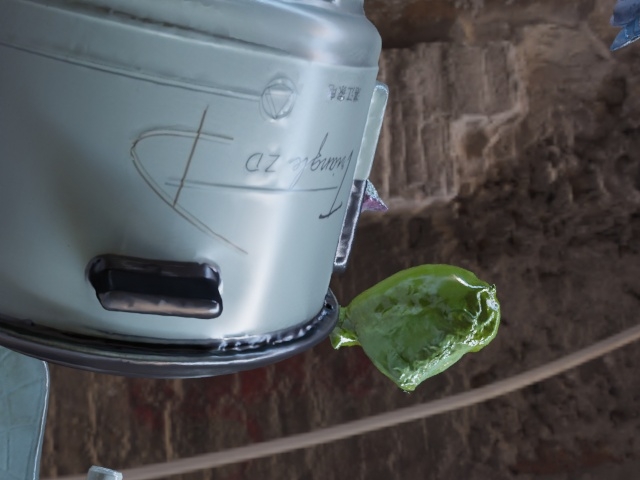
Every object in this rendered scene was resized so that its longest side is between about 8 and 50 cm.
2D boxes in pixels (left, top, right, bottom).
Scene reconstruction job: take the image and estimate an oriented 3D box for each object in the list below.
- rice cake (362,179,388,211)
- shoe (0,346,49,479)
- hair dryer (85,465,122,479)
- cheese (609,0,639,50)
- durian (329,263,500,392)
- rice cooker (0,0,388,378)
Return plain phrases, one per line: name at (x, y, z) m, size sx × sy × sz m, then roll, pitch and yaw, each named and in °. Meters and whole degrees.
rice cake at (-0.003, -0.001, 1.360) m, size 0.081 × 0.051 × 0.290 m, roll 50°, pitch -52°, yaw 5°
shoe at (-0.268, 0.198, 0.661) m, size 0.100 × 0.103 × 0.251 m, roll -7°, pitch -103°, yaw 59°
hair dryer at (-0.334, 0.347, 1.158) m, size 0.047 × 0.137 × 0.082 m, roll 33°, pitch 64°, yaw -48°
cheese at (0.555, -0.394, 1.438) m, size 0.052 × 0.135 × 0.245 m, roll 52°, pitch 36°, yaw -17°
durian at (0.189, 0.166, 1.629) m, size 0.204 × 0.339 × 0.256 m, roll 49°, pitch 12°, yaw -34°
rice cooker at (-0.093, -0.042, 0.454) m, size 0.280 × 0.241 × 0.227 m, roll -136°, pitch -124°, yaw -64°
